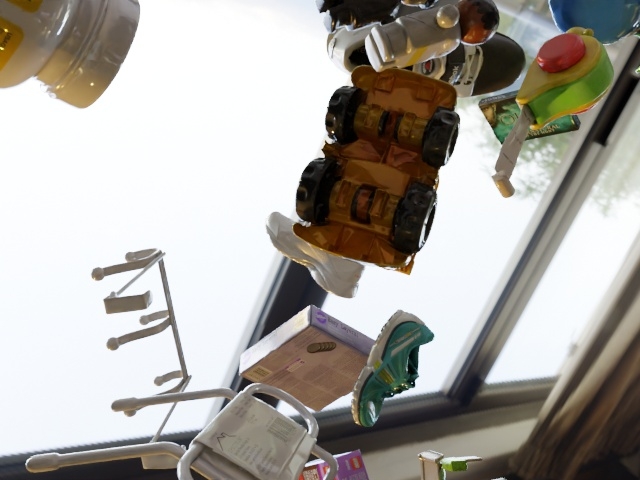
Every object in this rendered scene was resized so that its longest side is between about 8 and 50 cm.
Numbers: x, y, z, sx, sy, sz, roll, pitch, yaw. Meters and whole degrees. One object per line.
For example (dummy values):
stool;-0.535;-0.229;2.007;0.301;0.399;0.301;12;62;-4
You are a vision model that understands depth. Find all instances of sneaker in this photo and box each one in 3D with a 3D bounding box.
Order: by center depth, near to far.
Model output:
sneaker;0.177;-0.277;1.240;0.331;0.122;0.146;3;-154;-5
sneaker;0.000;0.000;1.398;0.232;0.115;0.090;37;-165;25
sneaker;0.143;0.275;1.579;0.110;0.275;0.107;30;-157;19

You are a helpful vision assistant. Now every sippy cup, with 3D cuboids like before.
sippy cup;0.547;-0.476;1.462;0.306;0.240;0.224;32;-137;19

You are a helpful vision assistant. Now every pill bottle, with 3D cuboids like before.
pill bottle;-0.356;-0.264;0.754;0.334;0.187;0.188;27;-166;-37

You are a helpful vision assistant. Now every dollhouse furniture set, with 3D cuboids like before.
dollhouse furniture set;0.189;0.328;1.045;0.059;0.076;0.152;-1;172;-18

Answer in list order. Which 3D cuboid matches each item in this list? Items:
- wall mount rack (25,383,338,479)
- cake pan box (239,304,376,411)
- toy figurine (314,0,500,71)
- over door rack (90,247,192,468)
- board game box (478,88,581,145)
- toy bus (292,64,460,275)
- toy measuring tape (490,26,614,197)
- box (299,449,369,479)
wall mount rack;-0.139;0.254;0.904;0.304;0.130;0.350;30;-170;6
cake pan box;-0.017;0.280;1.772;0.246;0.267;0.070;32;-143;-27
toy figurine;0.087;-0.289;0.766;0.148;0.213;0.209;-20;-142;-14
over door rack;-0.262;0.154;1.119;0.108;0.239;0.324;-12;-168;-5
board game box;0.453;-0.275;1.685;0.186;0.026;0.126;-9;133;42
toy bus;0.083;-0.067;0.924;0.150;0.220;0.211;17;173;19
toy measuring tape;0.346;-0.198;1.113;0.121;0.121;0.330;25;-119;5
box;0.049;0.516;1.317;0.057;0.201;0.293;-11;-106;-27
